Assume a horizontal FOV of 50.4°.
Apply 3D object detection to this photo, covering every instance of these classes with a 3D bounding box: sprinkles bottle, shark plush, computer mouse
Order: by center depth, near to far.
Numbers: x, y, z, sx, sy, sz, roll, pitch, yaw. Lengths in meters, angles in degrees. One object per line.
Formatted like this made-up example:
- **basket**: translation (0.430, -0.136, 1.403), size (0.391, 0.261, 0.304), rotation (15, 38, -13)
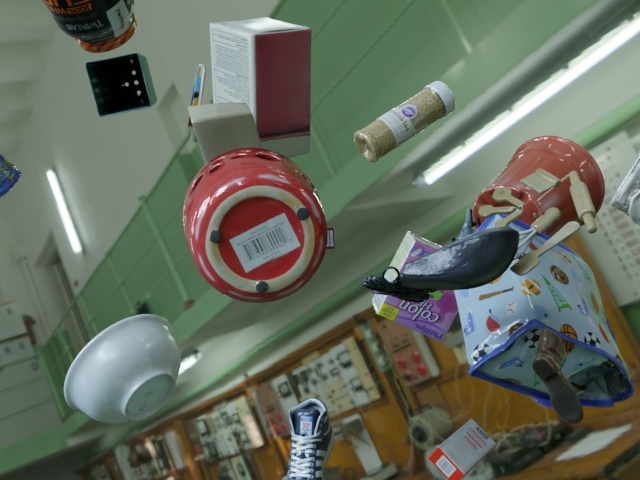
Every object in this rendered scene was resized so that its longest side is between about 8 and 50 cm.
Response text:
- **computer mouse**: translation (0.224, 0.060, 1.169), size (0.272, 0.072, 0.189), rotation (-28, -26, 35)
- **shark plush**: translation (0.344, 0.005, 1.647), size (0.067, 0.073, 0.161), rotation (3, -56, -27)
- **sprinkles bottle**: translation (0.282, -0.395, 2.263), size (0.355, 0.121, 0.121), rotation (-35, -8, -16)

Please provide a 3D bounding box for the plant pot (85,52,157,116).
- **plant pot**: translation (-0.608, -0.494, 2.154), size (0.166, 0.165, 0.234), rotation (-11, 14, 2)

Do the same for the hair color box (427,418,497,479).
- **hair color box**: translation (0.277, 0.410, 1.325), size (0.141, 0.072, 0.043), rotation (-16, -37, -49)

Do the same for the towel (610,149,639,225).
- **towel**: translation (0.563, -0.069, 0.938), size (0.049, 0.282, 0.187), rotation (-90, 23, -70)

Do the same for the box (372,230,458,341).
- **box**: translation (0.301, 0.132, 1.966), size (0.243, 0.214, 0.117), rotation (-63, 9, 12)

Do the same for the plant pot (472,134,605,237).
- **plant pot**: translation (0.544, -0.098, 1.749), size (0.265, 0.272, 0.272), rotation (-33, -4, -39)

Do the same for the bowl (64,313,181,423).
- **bowl**: translation (-0.441, 0.332, 1.621), size (0.298, 0.134, 0.297), rotation (-34, -36, -29)

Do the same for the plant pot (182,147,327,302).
- **plant pot**: translation (-0.085, -0.022, 0.888), size (0.191, 0.191, 0.174), rotation (-24, 13, -4)

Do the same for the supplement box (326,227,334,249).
- **supplement box**: translation (0.000, 0.000, 1.655), size (0.043, 0.054, 0.083), rotation (-2, -5, -21)

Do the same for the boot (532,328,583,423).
- **boot**: translation (0.333, 0.184, 0.944), size (0.037, 0.106, 0.114), rotation (-29, 1, 26)

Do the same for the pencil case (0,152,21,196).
- **pencil case**: translation (-0.873, -0.219, 1.624), size (0.133, 0.306, 0.119), rotation (-37, 30, 8)

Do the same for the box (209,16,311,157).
- **box**: translation (-0.107, -0.274, 1.236), size (0.127, 0.149, 0.232), rotation (-18, -58, -34)

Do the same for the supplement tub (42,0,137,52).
- **supplement tub**: translation (-0.582, -0.634, 1.634), size (0.207, 0.207, 0.338), rotation (-24, -35, -4)

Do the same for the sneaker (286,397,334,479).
- **sneaker**: translation (-0.034, 0.490, 1.556), size (0.099, 0.153, 0.282), rotation (-1, 34, 14)

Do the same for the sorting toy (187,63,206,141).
- **sorting toy**: translation (-0.406, -0.445, 2.218), size (0.038, 0.208, 0.193), rotation (4, -10, -16)

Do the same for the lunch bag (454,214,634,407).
- **lunch bag**: translation (0.485, 0.169, 1.475), size (0.386, 0.327, 0.239), rotation (20, -47, -25)

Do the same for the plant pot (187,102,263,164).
- **plant pot**: translation (-0.153, -0.172, 1.120), size (0.096, 0.109, 0.109), rotation (-19, 26, -7)

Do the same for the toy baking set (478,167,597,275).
- **toy baking set**: translation (0.391, -0.035, 1.219), size (0.197, 0.256, 0.030), rotation (-19, -52, 15)
